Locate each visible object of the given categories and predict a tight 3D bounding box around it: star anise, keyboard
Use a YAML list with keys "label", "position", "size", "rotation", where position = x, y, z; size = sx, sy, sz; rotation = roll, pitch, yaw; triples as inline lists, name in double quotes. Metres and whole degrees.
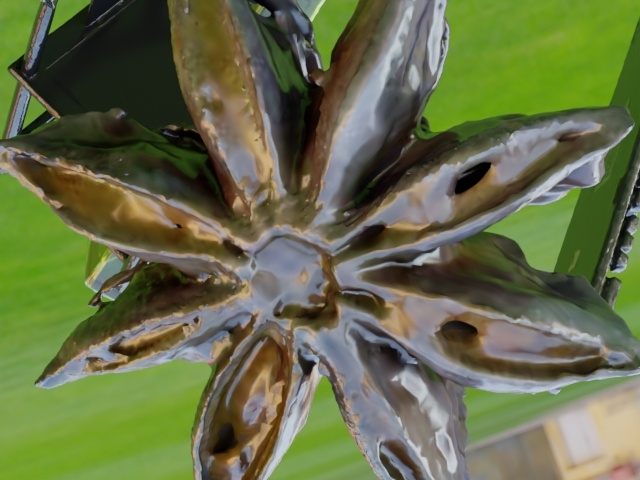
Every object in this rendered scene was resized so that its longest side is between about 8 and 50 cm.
- label: "star anise"
  position: [0.002, 0.001, 0.827]
  size: [0.331, 0.332, 0.117]
  rotation: [-24, -166, 22]
- label: "keyboard"
  position: [0.198, -0.048, 1.111]
  size: [0.027, 0.317, 0.106]
  rotation: [24, 155, -5]

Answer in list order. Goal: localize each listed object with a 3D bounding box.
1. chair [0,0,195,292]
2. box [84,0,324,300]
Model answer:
- label: "chair"
  position: [-0.098, -0.099, 1.043]
  size: [0.154, 0.141, 0.260]
  rotation: [-44, 176, -26]
- label: "box"
  position: [-0.086, -0.117, 1.272]
  size: [0.043, 0.173, 0.311]
  rotation: [26, 114, -19]
